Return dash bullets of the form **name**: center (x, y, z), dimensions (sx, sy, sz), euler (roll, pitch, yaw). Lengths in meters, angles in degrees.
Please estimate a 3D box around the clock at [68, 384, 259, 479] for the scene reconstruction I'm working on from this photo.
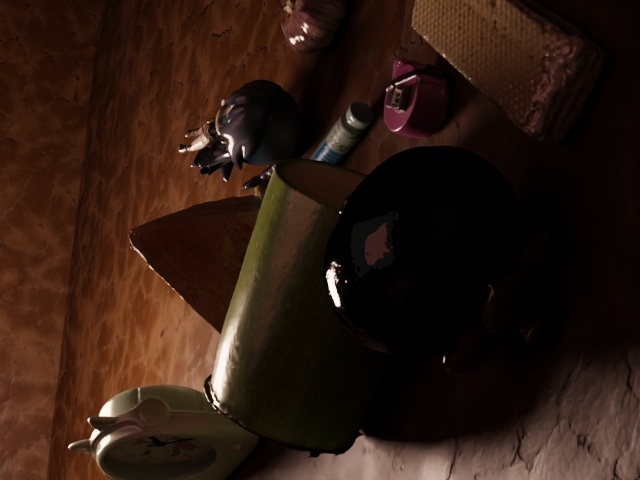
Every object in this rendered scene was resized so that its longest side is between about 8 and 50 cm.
- **clock**: center (-0.295, 0.364, 2.127), dimensions (0.265, 0.324, 0.109), euler (-49, 38, 45)

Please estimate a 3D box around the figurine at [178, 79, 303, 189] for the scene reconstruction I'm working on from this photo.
- **figurine**: center (-0.148, -0.207, 2.213), dimensions (0.265, 0.197, 0.175), euler (151, 126, -63)

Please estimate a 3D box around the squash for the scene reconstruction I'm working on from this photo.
- **squash**: center (-0.004, 0.102, 1.693), dimensions (0.263, 0.263, 0.384), euler (49, 123, 60)

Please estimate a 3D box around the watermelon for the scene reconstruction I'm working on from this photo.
- **watermelon**: center (-0.190, 0.053, 2.158), dimensions (0.250, 0.292, 0.283), euler (25, 103, 34)

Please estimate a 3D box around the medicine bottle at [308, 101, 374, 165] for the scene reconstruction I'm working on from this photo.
- **medicine bottle**: center (0.028, -0.167, 1.993), dimensions (0.191, 0.051, 0.051), euler (-49, 38, 47)

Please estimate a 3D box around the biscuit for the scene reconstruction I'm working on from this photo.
- **biscuit**: center (0.244, -0.279, 1.548), dimensions (0.144, 0.078, 0.426), euler (-66, 28, 23)

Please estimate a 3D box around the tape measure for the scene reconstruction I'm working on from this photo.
- **tape measure**: center (0.142, -0.217, 1.742), dimensions (0.125, 0.074, 0.118), euler (-156, 78, -67)

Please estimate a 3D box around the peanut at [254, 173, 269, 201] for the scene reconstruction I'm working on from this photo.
- **peanut**: center (-0.116, -0.101, 2.291), dimensions (0.037, 0.037, 0.083), euler (-53, 31, 43)

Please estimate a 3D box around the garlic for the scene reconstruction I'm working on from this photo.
- **garlic**: center (-0.021, -0.427, 2.148), dimensions (0.159, 0.102, 0.147), euler (30, 108, 65)

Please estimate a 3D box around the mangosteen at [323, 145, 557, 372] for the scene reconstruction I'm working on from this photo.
- **mangosteen**: center (0.157, 0.034, 1.409), dimensions (0.275, 0.302, 0.275), euler (-51, -12, -15)
